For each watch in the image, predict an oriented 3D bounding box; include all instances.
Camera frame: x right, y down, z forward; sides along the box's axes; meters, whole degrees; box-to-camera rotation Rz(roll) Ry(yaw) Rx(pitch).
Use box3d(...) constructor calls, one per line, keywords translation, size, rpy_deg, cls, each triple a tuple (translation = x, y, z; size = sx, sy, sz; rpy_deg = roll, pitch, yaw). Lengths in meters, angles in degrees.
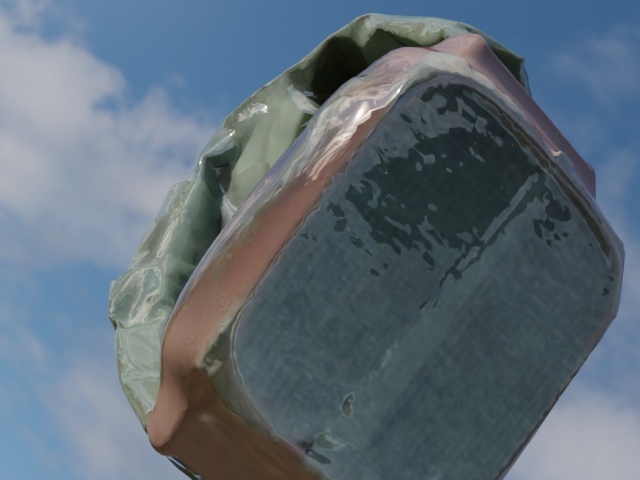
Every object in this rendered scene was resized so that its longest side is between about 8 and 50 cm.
box3d(translation=(0.000, 0.000, 0.559), size=(0.162, 0.253, 0.241), rpy_deg=(47, -16, -26), cls="watch")
